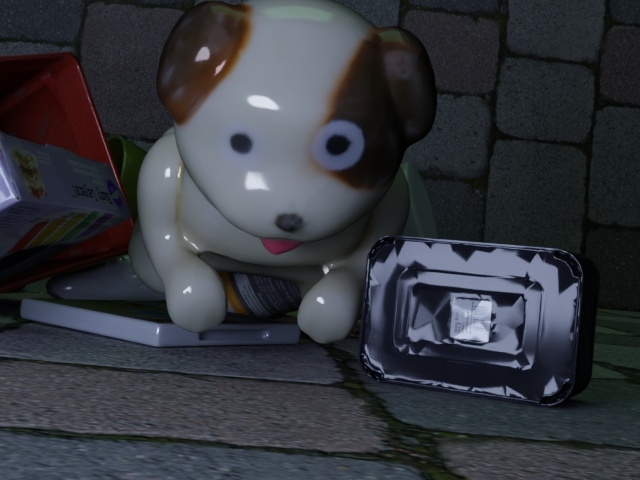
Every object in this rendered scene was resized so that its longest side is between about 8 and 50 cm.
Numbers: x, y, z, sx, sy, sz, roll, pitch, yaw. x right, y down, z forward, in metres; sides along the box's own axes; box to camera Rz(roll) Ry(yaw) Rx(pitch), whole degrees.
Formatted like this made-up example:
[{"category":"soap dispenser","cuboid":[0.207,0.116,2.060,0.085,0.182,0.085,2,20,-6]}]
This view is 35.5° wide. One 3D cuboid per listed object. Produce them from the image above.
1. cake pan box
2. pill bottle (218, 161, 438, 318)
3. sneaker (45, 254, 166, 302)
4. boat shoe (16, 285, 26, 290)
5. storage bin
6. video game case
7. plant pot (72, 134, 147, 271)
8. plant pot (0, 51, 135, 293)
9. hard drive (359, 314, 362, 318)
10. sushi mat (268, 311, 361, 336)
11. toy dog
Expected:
[{"category":"cake pan box","cuboid":[-0.325,-0.003,0.898,0.245,0.070,0.267,-24,-5,6]},{"category":"pill bottle","cuboid":[0.000,0.000,1.273,0.278,0.162,0.162,-15,-6,16]},{"category":"sneaker","cuboid":[-0.246,0.049,1.332,0.235,0.095,0.090,4,2,-28]},{"category":"boat shoe","cuboid":[-0.466,0.056,1.527,0.038,0.046,0.125,1,-8,-13]},{"category":"storage bin","cuboid":[0.132,0.064,0.834,0.180,0.122,0.084,5,-1,26]},{"category":"video game case","cuboid":[-0.172,0.088,1.080,0.227,0.026,0.206,6,0,40]},{"category":"plant pot","cuboid":[-0.300,-0.016,1.882,0.293,0.275,0.274,22,-9,-28]},{"category":"plant pot","cuboid":[-0.430,-0.061,1.240,0.235,0.267,0.267,-17,2,34]},{"category":"hard drive","cuboid":[0.053,0.115,1.650,0.094,0.022,0.135,5,-1,37]},{"category":"sushi mat","cuboid":[-0.013,0.108,1.389,0.151,0.019,0.316,6,-1,-23]},{"category":"toy dog","cuboid":[-0.023,-0.090,0.954,0.284,0.396,0.408,18,-6,-4]}]
